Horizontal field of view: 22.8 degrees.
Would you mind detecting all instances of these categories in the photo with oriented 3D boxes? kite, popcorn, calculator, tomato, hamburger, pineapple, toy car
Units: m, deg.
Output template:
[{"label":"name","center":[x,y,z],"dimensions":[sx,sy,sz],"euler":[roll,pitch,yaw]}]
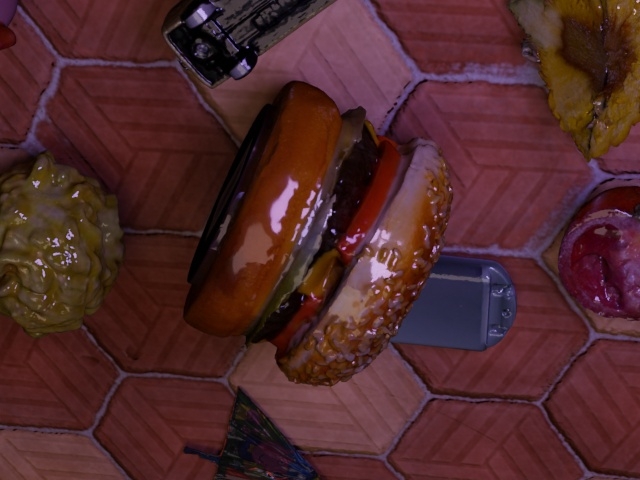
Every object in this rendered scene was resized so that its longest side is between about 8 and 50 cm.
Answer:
[{"label":"kite","center":[-0.089,0.342,2.324],"dimensions":[0.234,0.016,0.321],"euler":[15,130,-2]},{"label":"popcorn","center":[-0.363,0.007,2.012],"dimensions":[0.217,0.181,0.235],"euler":[-6,119,18]},{"label":"calculator","center":[0.130,0.077,2.049],"dimensions":[0.246,0.045,0.141],"euler":[4,128,9]},{"label":"tomato","center":[0.378,0.007,1.908],"dimensions":[0.189,0.099,0.173],"euler":[8,131,2]},{"label":"hamburger","center":[0.000,0.000,1.847],"dimensions":[0.250,0.330,0.330],"euler":[23,128,-8]},{"label":"pineapple","center":[0.301,-0.230,1.758],"dimensions":[0.164,0.140,0.249],"euler":[22,125,49]},{"label":"toy car","center":[-0.053,-0.283,1.764],"dimensions":[0.257,0.124,0.101],"euler":[-33,115,21]}]

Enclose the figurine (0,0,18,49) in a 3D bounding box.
[{"label":"figurine","center":[-0.428,-0.288,1.812],"dimensions":[0.173,0.173,0.173],"euler":[6,128,7]}]
